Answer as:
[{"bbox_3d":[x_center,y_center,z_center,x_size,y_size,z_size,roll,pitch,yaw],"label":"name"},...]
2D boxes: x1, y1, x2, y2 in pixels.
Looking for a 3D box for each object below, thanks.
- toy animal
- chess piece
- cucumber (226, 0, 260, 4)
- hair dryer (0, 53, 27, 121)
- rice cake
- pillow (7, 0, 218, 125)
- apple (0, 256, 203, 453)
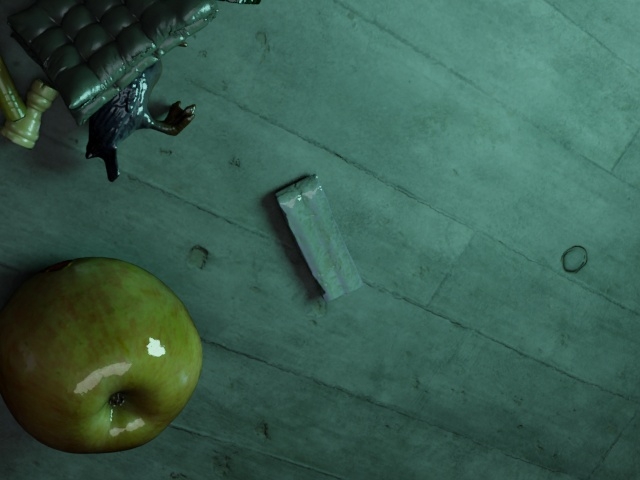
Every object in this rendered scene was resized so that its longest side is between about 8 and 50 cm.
[{"bbox_3d":[-0.346,-0.256,1.619,0.185,0.122,0.298,33,92,-33],"label":"toy animal"},{"bbox_3d":[-0.531,-0.235,1.598,0.066,0.066,0.122,31,94,-28],"label":"chess piece"},{"bbox_3d":[-0.128,-0.552,1.597,0.115,0.063,0.244,10,108,-24],"label":"cucumber"},{"bbox_3d":[-0.591,-0.333,1.490,0.135,0.090,0.279,-8,119,17],"label":"hair dryer"},{"bbox_3d":[-0.001,0.002,1.894,0.106,0.050,0.298,-27,120,-6],"label":"rice cake"},{"bbox_3d":[-0.361,-0.383,1.512,0.326,0.101,0.228,-37,78,-3],"label":"pillow"},{"bbox_3d":[-0.427,0.229,1.680,0.391,0.346,0.391,-11,120,-19],"label":"apple"}]
